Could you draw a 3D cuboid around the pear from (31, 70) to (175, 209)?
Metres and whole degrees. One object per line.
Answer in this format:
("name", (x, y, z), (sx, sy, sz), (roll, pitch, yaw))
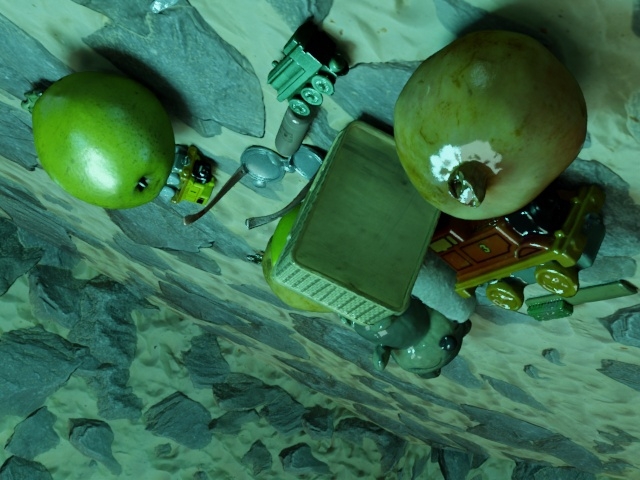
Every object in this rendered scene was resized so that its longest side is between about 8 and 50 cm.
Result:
("pear", (-0.429, -0.201, 1.342), (0.294, 0.294, 0.294), (19, 157, 9))

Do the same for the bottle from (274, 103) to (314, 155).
("bottle", (-0.051, -0.210, 1.248), (0.053, 0.053, 0.140), (25, 156, -5))

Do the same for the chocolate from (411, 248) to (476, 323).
("chocolate", (0.240, 0.053, 1.416), (0.100, 0.185, 0.303), (-38, 132, 21))

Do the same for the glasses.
("glasses", (-0.126, -0.083, 1.337), (0.234, 0.268, 0.118), (6, 134, 35))

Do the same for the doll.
("doll", (0.211, 0.185, 1.737), (0.382, 0.252, 0.378), (34, -168, -39))

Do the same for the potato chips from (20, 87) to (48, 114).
("potato chips", (-0.541, -0.230, 1.641), (0.359, 0.070, 0.429), (16, 155, 22))

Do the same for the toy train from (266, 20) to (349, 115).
("toy train", (-0.026, -0.274, 1.077), (0.111, 0.071, 0.170), (40, 154, -15))

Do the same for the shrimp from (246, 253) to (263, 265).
("shrimp", (-0.121, 0.091, 1.976), (0.217, 0.051, 0.150), (21, 164, -6))

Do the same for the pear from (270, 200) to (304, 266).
("pear", (0.000, 0.000, 1.358), (0.188, 0.219, 0.187), (28, 155, 15))

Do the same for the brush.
("brush", (0.563, 0.136, 1.459), (0.054, 0.048, 0.282), (27, 155, -18))

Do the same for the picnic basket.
("picnic basket", (0.078, -0.029, 1.201), (0.228, 0.312, 0.175), (26, 160, -7))

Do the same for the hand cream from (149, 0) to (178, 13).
("hand cream", (-0.250, -0.396, 1.080), (0.093, 0.019, 0.030), (-11, 139, 42))

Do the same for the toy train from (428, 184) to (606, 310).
("toy train", (0.345, -0.003, 1.221), (0.232, 0.163, 0.369), (36, 155, -10))

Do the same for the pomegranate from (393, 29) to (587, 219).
("pomegranate", (0.217, -0.142, 0.883), (0.252, 0.270, 0.229), (-13, 130, 44))

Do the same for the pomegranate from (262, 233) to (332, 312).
("pomegranate", (-0.007, 0.058, 1.559), (0.261, 0.260, 0.260), (19, 157, 9))

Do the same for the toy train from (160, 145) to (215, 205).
("toy train", (-0.313, -0.150, 1.582), (0.127, 0.089, 0.219), (17, 158, -14))
